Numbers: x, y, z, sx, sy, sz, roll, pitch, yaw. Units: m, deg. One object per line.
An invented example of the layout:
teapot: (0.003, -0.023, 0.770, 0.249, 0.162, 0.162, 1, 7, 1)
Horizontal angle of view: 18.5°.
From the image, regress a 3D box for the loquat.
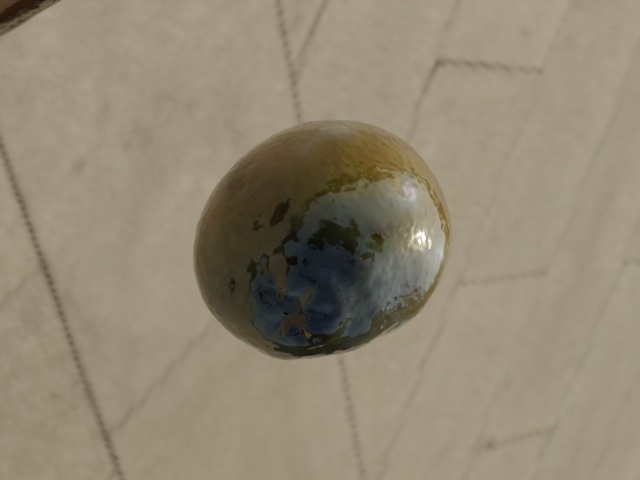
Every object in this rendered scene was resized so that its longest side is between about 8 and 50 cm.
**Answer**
loquat: (0.000, 0.000, 1.504, 0.227, 0.179, 0.179, -26, 136, -49)

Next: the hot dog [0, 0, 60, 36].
hot dog: (-0.160, -0.147, 0.914, 0.104, 0.250, 0.076, 40, 35, -29)
